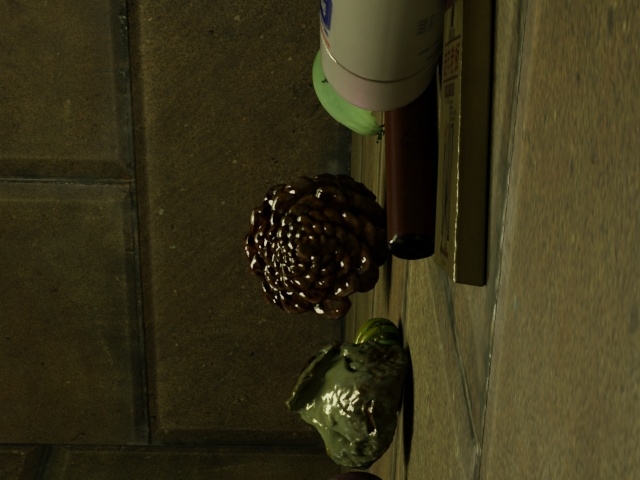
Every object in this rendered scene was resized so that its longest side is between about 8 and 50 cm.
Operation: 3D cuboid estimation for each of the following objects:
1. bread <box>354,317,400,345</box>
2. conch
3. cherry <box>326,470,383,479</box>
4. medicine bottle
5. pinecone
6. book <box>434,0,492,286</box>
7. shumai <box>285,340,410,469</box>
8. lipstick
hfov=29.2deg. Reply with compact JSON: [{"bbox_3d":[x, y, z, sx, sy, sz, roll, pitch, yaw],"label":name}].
[{"bbox_3d":[0.079,0.178,1.756,0.130,0.071,0.139,109,163,-73],"label":"bread"},{"bbox_3d":[0.073,-0.225,1.826,0.143,0.137,0.250,-62,29,14],"label":"conch"},{"bbox_3d":[0.041,0.397,1.617,0.176,0.140,0.176,-172,90,-75],"label":"cherry"},{"bbox_3d":[0.064,-0.230,1.169,0.341,0.130,0.130,92,179,-74],"label":"medicine bottle"},{"bbox_3d":[0.000,0.000,2.047,0.309,0.244,0.244,-41,-44,-65],"label":"pinecone"},{"bbox_3d":[0.115,-0.086,1.007,0.161,0.026,0.231,-96,7,-85],"label":"book"},{"bbox_3d":[0.030,0.196,1.613,0.184,0.142,0.184,-164,90,-83],"label":"shumai"},{"bbox_3d":[0.096,-0.148,1.349,0.057,0.057,0.357,93,178,-63],"label":"lipstick"}]
